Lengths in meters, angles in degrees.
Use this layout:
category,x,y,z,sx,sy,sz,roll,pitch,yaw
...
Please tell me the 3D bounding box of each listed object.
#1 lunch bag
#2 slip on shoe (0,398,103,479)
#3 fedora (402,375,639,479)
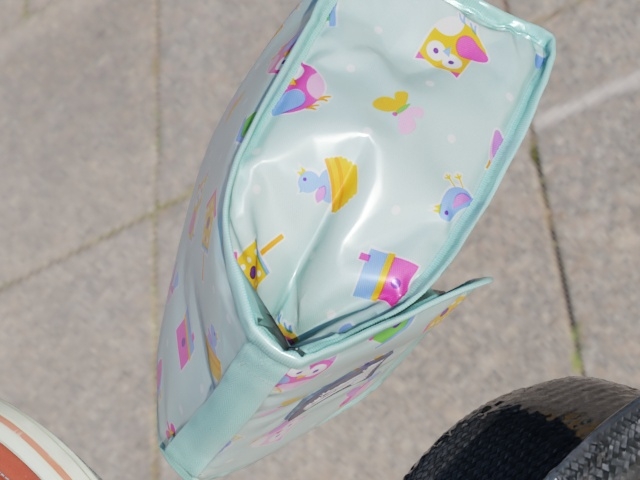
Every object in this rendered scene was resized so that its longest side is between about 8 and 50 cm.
category,x,y,z,sx,sy,sz,roll,pitch,yaw
lunch bag,0.000,0.000,0.858,0.262,0.160,0.223,-66,8,-30
slip on shoe,-0.225,0.143,0.904,0.331,0.123,0.101,15,59,36
fedora,0.126,0.190,0.825,0.334,0.334,0.152,-52,41,-5
